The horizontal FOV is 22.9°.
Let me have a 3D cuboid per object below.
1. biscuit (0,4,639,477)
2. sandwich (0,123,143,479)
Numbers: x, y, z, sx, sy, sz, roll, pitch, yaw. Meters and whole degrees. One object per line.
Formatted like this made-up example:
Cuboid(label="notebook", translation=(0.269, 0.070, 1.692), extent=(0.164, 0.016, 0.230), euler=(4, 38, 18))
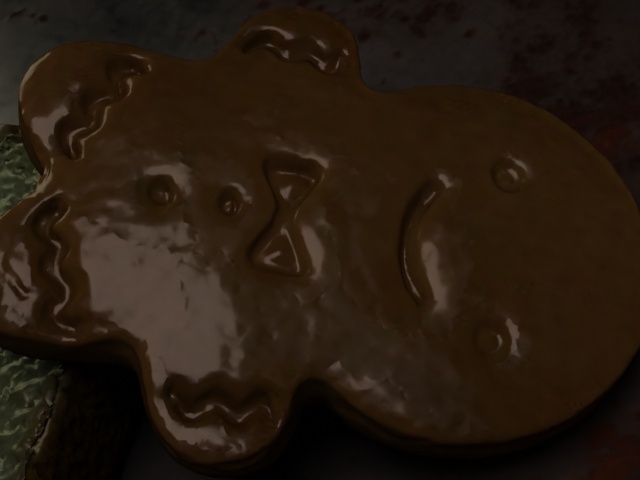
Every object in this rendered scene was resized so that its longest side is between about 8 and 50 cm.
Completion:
Cuboid(label="biscuit", translation=(0.000, -0.001, 0.832), extent=(0.355, 0.052, 0.275), euler=(13, 63, 2))
Cuboid(label="sandwich", translation=(-0.210, 0.058, 0.904), extent=(0.249, 0.095, 0.273), euler=(8, 60, 23))
